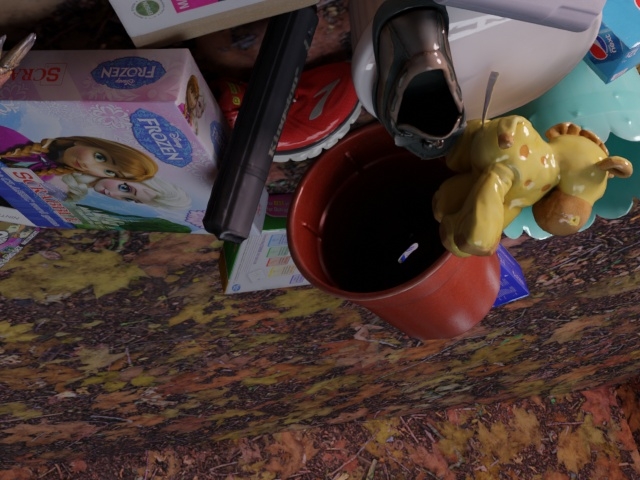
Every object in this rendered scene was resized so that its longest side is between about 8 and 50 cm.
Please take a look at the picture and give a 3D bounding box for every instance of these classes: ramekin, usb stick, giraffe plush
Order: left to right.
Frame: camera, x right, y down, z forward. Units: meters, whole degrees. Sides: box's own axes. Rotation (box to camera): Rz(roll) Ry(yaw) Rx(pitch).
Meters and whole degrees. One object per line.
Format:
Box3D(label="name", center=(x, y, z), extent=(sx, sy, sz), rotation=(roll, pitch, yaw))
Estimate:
Box3D(label="usb stick", center=(-0.062, -0.131, 0.934), extent=(0.045, 0.278, 0.077), rotation=(17, 177, 19))
Box3D(label="ramekin", center=(0.153, -0.245, 0.939), extent=(0.272, 0.127, 0.273), rotation=(-11, 157, -5))
Box3D(label="giraffe plush", center=(0.241, -0.071, 0.979), extent=(0.170, 0.181, 0.210), rotation=(10, 121, -12))

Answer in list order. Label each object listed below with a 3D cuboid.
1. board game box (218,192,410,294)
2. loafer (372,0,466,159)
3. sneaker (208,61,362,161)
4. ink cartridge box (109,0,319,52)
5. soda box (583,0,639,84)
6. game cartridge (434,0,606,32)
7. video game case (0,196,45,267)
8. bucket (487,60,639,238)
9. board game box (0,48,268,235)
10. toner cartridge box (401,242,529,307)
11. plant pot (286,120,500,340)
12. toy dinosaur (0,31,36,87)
Box3D(label="board game box", center=(0.000, 0.000, 1.473), extent=(0.316, 0.064, 0.242), rotation=(-5, 155, -18))
Box3D(label="loafer", center=(0.102, -0.139, 0.883), extent=(0.096, 0.084, 0.267), rotation=(-16, 155, 6))
Box3D(label="sneaker", center=(-0.080, -0.154, 1.052), extent=(0.278, 0.107, 0.118), rotation=(-19, 150, 11))
Box3D(label="ink cartridge box", center=(-0.114, -0.285, 0.762), extent=(0.193, 0.088, 0.235), rotation=(-16, 157, 3))
Box3D(label="soda box", center=(0.386, -0.266, 0.990), extent=(0.210, 0.071, 0.067), rotation=(-32, 162, -20))
Box3D(label="game cartridge", center=(0.199, -0.325, 0.713), extent=(0.196, 0.060, 0.294), rotation=(4, 121, -25))
Box3D(label="video game case", center=(-0.514, -0.015, 1.198), extent=(0.210, 0.042, 0.232), rotation=(14, 144, -44))
Box3D(label="bucket", center=(0.334, -0.140, 1.198), extent=(0.281, 0.183, 0.281), rotation=(-11, 155, -5))
Box3D(label="board game box", center=(-0.252, -0.100, 0.991), extent=(0.317, 0.066, 0.319), rotation=(2, 157, 14))
Box3D(label="toner cartridge box", center=(0.298, 0.064, 1.756), extent=(0.165, 0.075, 0.348), rotation=(-21, 155, 19))
Box3D(label="plant pot", center=(0.131, 0.010, 1.260), extent=(0.272, 0.273, 0.265), rotation=(-21, 146, 17))
Box3D(label="toy dinosaur", center=(-0.324, -0.212, 0.670), extent=(0.127, 0.200, 0.295), rotation=(-21, 154, 18))
